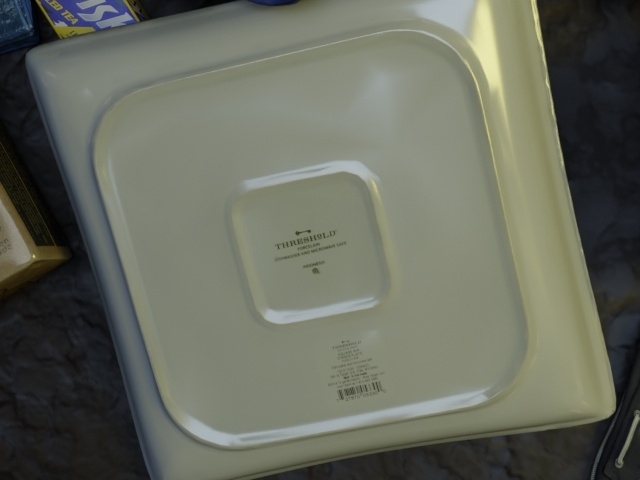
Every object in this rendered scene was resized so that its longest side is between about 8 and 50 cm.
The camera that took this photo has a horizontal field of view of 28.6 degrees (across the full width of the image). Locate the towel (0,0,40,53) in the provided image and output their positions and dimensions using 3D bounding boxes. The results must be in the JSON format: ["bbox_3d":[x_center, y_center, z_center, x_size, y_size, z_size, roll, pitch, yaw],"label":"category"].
[{"bbox_3d":[-0.254,-0.198,0.938,0.067,0.029,0.119,-17,89,8],"label":"towel"}]

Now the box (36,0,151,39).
[{"bbox_3d":[-0.150,-0.145,0.913,0.059,0.054,0.169,-34,86,6],"label":"box"}]

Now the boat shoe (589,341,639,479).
[{"bbox_3d":[0.231,0.147,0.860,0.075,0.065,0.206,12,92,7],"label":"boat shoe"}]

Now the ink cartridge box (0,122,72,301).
[{"bbox_3d":[-0.333,-0.011,0.921,0.234,0.088,0.193,-30,85,7],"label":"ink cartridge box"}]

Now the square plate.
[{"bbox_3d":[0.000,0.000,0.854,0.347,0.049,0.344,-12,103,11],"label":"square plate"}]

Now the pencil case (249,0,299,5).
[{"bbox_3d":[0.041,-0.280,0.802,0.306,0.133,0.119,-43,51,-17],"label":"pencil case"}]
